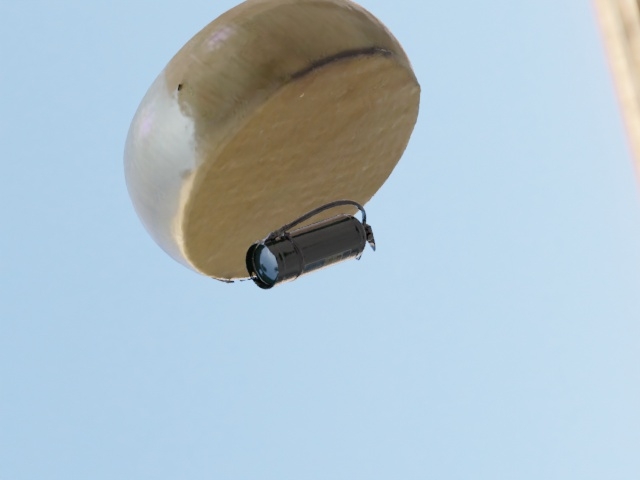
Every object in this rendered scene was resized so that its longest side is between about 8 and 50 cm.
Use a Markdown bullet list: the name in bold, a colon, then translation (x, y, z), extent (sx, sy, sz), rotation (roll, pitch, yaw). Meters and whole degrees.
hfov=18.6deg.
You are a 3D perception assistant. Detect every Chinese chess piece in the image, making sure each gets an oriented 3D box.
- **Chinese chess piece**: translation (-0.040, -0.084, 1.546), extent (0.097, 0.251, 0.251), rotation (47, -158, 28)

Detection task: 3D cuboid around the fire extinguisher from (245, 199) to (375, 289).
- **fire extinguisher**: translation (0.000, 0.000, 1.006), extent (0.083, 0.025, 0.038), rotation (-17, -58, -41)
